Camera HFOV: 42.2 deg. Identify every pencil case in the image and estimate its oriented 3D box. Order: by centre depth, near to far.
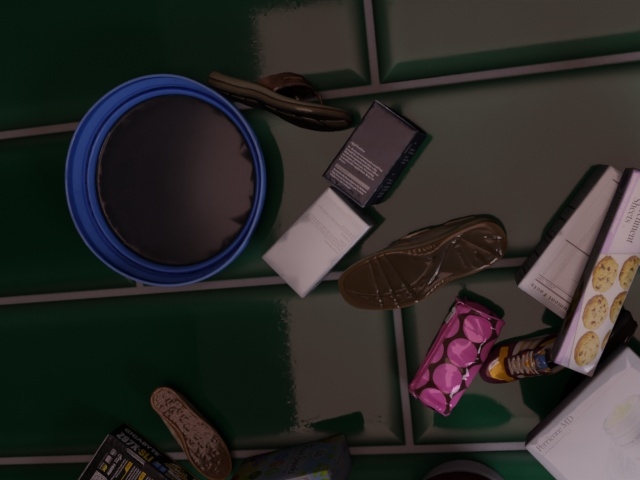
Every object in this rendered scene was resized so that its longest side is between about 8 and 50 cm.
[{"bbox_3d":[0.233,0.203,1.464,0.098,0.095,0.209,23,99,-26],"label":"pencil case"}]

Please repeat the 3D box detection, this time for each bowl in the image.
[{"bbox_3d":[-0.285,-0.111,1.555,0.391,0.077,0.391,1,95,12],"label":"bowl"}]

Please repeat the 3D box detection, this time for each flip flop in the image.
[{"bbox_3d":[-0.070,-0.266,1.490,0.277,0.112,0.080,21,84,15],"label":"flip flop"}]

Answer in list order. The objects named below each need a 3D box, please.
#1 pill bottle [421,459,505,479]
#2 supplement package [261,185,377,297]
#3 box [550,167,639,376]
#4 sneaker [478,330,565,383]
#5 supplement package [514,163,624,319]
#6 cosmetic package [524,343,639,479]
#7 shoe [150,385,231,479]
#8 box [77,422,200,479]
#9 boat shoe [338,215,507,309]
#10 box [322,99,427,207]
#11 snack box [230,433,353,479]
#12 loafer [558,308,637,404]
[{"bbox_3d":[0.226,0.507,1.336,0.224,0.392,0.224,1,94,12],"label":"pill bottle"},{"bbox_3d":[0.000,0.000,1.488,0.105,0.105,0.179,45,102,4],"label":"supplement package"},{"bbox_3d":[0.445,0.049,1.280,0.067,0.063,0.324,21,99,6],"label":"box"},{"bbox_3d":[0.362,0.205,1.439,0.185,0.084,0.069,-23,90,13],"label":"sneaker"},{"bbox_3d":[0.450,0.010,1.377,0.139,0.134,0.244,37,101,6],"label":"supplement package"},{"bbox_3d":[0.479,0.319,1.294,0.224,0.138,0.224,-47,74,7],"label":"cosmetic package"},{"bbox_3d":[-0.246,0.368,1.603,0.076,0.058,0.219,-37,90,-7],"label":"shoe"},{"bbox_3d":[-0.384,0.566,1.635,0.257,0.079,0.322,35,101,6],"label":"box"},{"bbox_3d":[0.177,0.035,1.460,0.302,0.098,0.109,-23,103,11],"label":"boat shoe"},{"bbox_3d":[0.097,-0.147,1.429,0.093,0.156,0.158,37,101,8],"label":"box"},{"bbox_3d":[-0.057,0.432,1.502,0.207,0.174,0.070,-16,95,12],"label":"snack box"},{"bbox_3d":[0.488,0.220,1.424,0.078,0.080,0.220,24,105,-1],"label":"loafer"}]
